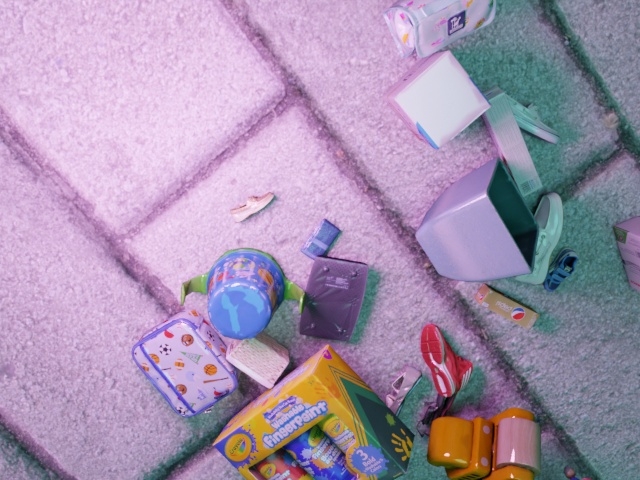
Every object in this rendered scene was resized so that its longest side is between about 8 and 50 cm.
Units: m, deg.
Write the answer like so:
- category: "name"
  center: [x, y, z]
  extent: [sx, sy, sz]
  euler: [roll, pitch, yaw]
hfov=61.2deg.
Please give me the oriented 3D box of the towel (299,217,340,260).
- category: "towel"
  center: [0.000, 0.000, 1.563]
  extent: [0.067, 0.029, 0.119]
  euler: [34, 100, -11]

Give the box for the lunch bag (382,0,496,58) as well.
- category: "lunch bag"
  center: [0.291, -0.555, 1.312]
  extent: [0.224, 0.262, 0.160]
  euler: [-26, 104, 3]

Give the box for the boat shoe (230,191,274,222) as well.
- category: "boat shoe"
  center: [-0.194, -0.101, 1.517]
  extent: [0.135, 0.050, 0.045]
  euler: [-33, 109, 6]

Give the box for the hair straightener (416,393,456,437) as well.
- category: "hair straightener"
  center: [0.359, 0.529, 1.714]
  extent: [0.089, 0.047, 0.230]
  euler: [19, 107, -7]

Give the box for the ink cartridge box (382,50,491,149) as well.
- category: "ink cartridge box"
  center: [0.285, -0.357, 1.378]
  extent: [0.168, 0.232, 0.171]
  euler: [-41, 103, 10]

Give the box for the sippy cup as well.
- category: "sippy cup"
  center: [-0.213, 0.158, 1.495]
  extent: [0.306, 0.224, 0.240]
  euler: [-30, 104, 5]

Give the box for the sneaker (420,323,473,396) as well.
- category: "sneaker"
  center: [0.389, 0.355, 1.661]
  extent: [0.128, 0.087, 0.221]
  euler: [-10, 86, -38]

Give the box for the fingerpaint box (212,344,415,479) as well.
- category: "fingerpaint box"
  center: [-0.025, 0.576, 1.552]
  extent: [0.445, 0.163, 0.371]
  euler: [-41, 93, 26]

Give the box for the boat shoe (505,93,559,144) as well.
- category: "boat shoe"
  center: [0.561, -0.338, 1.471]
  extent: [0.227, 0.083, 0.075]
  euler: [24, 103, -8]

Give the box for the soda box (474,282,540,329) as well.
- category: "soda box"
  center: [0.558, 0.198, 1.622]
  extent: [0.182, 0.061, 0.058]
  euler: [28, 101, -9]

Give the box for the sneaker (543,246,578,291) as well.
- category: "sneaker"
  center: [0.711, 0.090, 1.602]
  extent: [0.053, 0.059, 0.144]
  euler: [20, 104, -10]

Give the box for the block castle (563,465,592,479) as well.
- category: "block castle"
  center: [0.662, 0.875, 1.649]
  extent: [0.303, 0.212, 0.453]
  euler: [-16, 141, -4]

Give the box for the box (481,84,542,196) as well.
- category: "box"
  center: [0.508, -0.259, 1.450]
  extent: [0.067, 0.063, 0.324]
  euler: [-31, 121, 12]

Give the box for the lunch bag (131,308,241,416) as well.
- category: "lunch bag"
  center: [-0.395, 0.372, 1.602]
  extent: [0.243, 0.115, 0.303]
  euler: [-31, 103, 8]

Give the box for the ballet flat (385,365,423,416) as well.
- category: "ballet flat"
  center: [0.244, 0.484, 1.690]
  extent: [0.068, 0.072, 0.213]
  euler: [32, 102, 18]

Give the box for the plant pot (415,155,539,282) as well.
- category: "plant pot"
  center: [0.407, -0.033, 1.459]
  extent: [0.252, 0.248, 0.247]
  euler: [-24, 107, 35]

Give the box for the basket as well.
- category: "basket"
  center: [-0.181, 0.338, 1.602]
  extent: [0.167, 0.113, 0.103]
  euler: [38, 96, -11]

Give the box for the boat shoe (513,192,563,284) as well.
- category: "boat shoe"
  center: [0.617, -0.004, 1.553]
  extent: [0.096, 0.098, 0.276]
  euler: [6, 105, -5]

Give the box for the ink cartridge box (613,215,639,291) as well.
- category: "ink cartridge box"
  center: [0.946, 0.052, 1.555]
  extent: [0.087, 0.153, 0.208]
  euler: [-23, 105, 2]

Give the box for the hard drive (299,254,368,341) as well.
- category: "hard drive"
  center: [0.036, 0.167, 1.585]
  extent: [0.172, 0.054, 0.254]
  euler: [9, 109, -7]

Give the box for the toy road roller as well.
- category: "toy road roller"
  center: [0.464, 0.612, 1.591]
  extent: [0.241, 0.202, 0.329]
  euler: [22, 143, -6]
